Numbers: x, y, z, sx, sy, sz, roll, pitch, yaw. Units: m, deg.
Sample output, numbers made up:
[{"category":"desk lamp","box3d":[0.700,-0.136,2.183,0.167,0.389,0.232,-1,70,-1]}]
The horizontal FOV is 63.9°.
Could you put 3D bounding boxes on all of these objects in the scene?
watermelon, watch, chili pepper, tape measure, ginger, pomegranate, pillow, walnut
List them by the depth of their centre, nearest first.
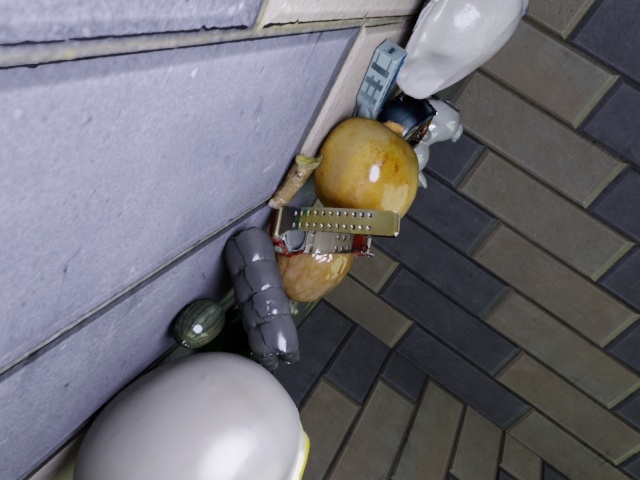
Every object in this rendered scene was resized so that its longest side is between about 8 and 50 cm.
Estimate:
[{"category":"watermelon","box3d":[-0.213,0.146,0.897,0.078,0.078,0.111,-59,170,31]},{"category":"ginger","box3d":[-0.045,-0.113,0.928,0.137,0.044,0.057,-50,-149,27]},{"category":"watch","box3d":[0.033,-0.015,0.965,0.165,0.268,0.102,36,61,-63]},{"category":"pillow","box3d":[-0.107,0.124,0.978,0.101,0.228,0.326,-18,164,-6]},{"category":"pomegranate","box3d":[0.091,-0.131,1.030,0.233,0.233,0.233,-53,173,-10]},{"category":"walnut","box3d":[-0.023,0.040,1.214,0.221,0.195,0.195,-50,175,19]},{"category":"chili pepper","box3d":[-0.180,0.248,1.264,0.261,0.174,0.165,-45,143,-48]},{"category":"tape measure","box3d":[0.194,-0.288,1.316,0.202,0.135,0.223,-47,175,27]}]

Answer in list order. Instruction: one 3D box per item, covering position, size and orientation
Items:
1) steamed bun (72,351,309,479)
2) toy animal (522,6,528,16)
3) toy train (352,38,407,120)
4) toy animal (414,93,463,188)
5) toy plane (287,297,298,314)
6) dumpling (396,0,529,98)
[{"category":"steamed bun","box3d":[-0.213,0.361,0.859,0.374,0.334,0.334,-33,164,-26]},{"category":"toy animal","box3d":[0.385,-0.551,1.278,0.239,0.255,0.176,-119,-152,-56]},{"category":"toy train","box3d":[0.104,-0.289,1.033,0.051,0.052,0.234,-46,170,-33]},{"category":"toy animal","box3d":[0.320,-0.323,1.681,0.247,0.183,0.310,13,114,-46]},{"category":"toy plane","box3d":[-0.177,0.323,1.950,0.286,0.092,0.108,-56,-162,-1]},{"category":"dumpling","box3d":[0.282,-0.457,1.027,0.341,0.181,0.260,-23,160,21]}]
